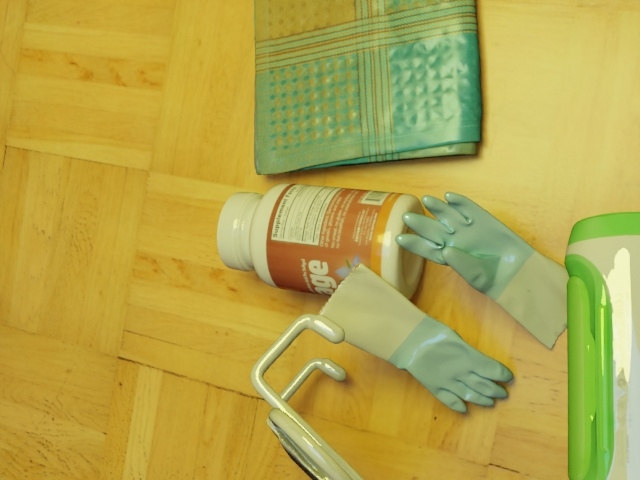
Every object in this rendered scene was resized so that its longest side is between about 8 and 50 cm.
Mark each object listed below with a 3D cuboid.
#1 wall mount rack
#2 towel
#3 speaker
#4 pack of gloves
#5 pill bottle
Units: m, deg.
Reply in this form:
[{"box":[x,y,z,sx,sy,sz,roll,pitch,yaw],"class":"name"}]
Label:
[{"box":[0.074,0.219,0.777,0.304,0.350,0.130,41,76,15],"class":"wall mount rack"},{"box":[0.045,-0.267,0.919,0.271,0.040,0.370,-3,86,22],"class":"towel"},{"box":[0.290,0.129,0.738,0.131,0.131,0.296,-2,78,23],"class":"speaker"},{"box":[0.142,0.075,0.798,0.232,0.046,0.195,33,104,-17],"class":"pack of gloves"},{"box":[0.000,0.000,0.887,0.216,0.121,0.121,6,92,23],"class":"pill bottle"}]
